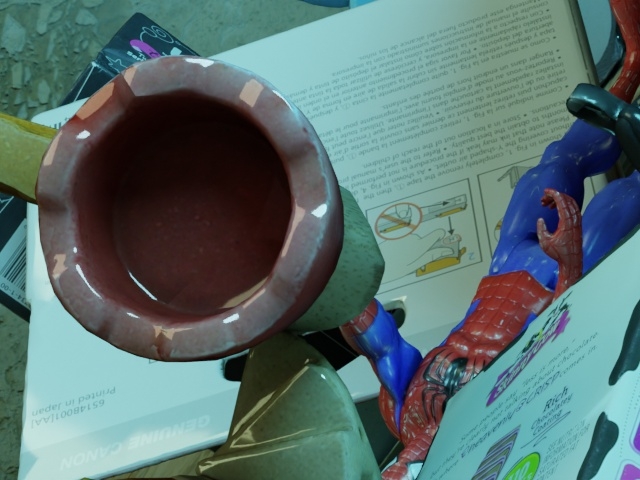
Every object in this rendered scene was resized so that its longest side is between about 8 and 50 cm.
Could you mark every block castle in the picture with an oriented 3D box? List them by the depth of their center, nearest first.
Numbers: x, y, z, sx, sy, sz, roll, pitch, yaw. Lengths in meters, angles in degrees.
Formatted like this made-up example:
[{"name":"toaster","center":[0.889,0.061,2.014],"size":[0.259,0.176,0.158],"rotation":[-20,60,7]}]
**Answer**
[{"name":"block castle","center":[-0.173,0.146,0.584],"size":[0.213,0.303,0.453],"rotation":[23,-97,-75]}]

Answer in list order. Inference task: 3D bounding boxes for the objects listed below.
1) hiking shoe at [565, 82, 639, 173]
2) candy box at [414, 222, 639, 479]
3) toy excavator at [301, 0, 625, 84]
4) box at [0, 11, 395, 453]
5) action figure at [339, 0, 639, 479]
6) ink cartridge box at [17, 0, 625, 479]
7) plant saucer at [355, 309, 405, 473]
[{"name":"hiking shoe","center":[0.161,-0.055,0.563],"size":[0.227,0.114,0.086],"rotation":[-44,14,54]},{"name":"candy box","center":[0.067,0.113,0.569],"size":[0.159,0.071,0.233],"rotation":[-49,10,49]},{"name":"toy excavator","center":[-0.031,-0.304,1.149],"size":[0.222,0.445,0.433],"rotation":[-78,-9,-69]},{"name":"box","center":[-0.065,0.009,1.143],"size":[0.163,0.247,0.142],"rotation":[-52,6,19]},{"name":"action figure","center":[0.082,-0.015,0.753],"size":[0.091,0.139,0.280],"rotation":[13,59,35]},{"name":"ink cartridge box","center":[0.000,0.000,0.922],"size":[0.296,0.066,0.261],"rotation":[-17,45,12]},{"name":"plant saucer","center":[0.042,0.087,0.953],"size":[0.195,0.037,0.195],"rotation":[-53,7,10]}]
